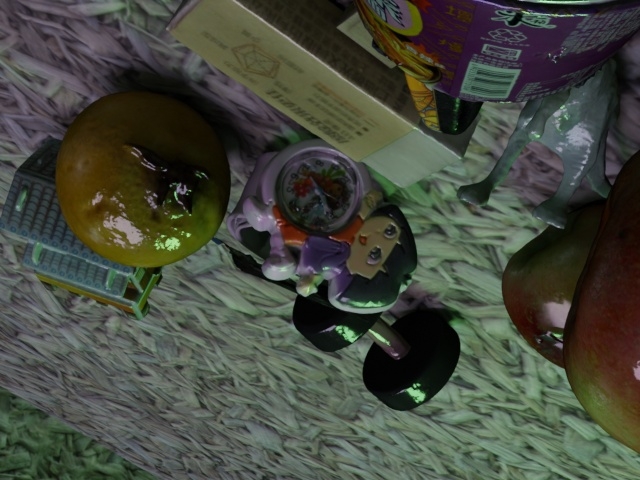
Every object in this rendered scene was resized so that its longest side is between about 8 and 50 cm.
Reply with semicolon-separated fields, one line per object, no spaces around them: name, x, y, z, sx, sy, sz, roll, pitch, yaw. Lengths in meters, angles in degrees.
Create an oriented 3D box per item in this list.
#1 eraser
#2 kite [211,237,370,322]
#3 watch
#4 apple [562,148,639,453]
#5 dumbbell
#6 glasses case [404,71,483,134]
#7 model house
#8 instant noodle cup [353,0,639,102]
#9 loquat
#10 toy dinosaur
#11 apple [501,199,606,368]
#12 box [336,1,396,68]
eraser;0.005;-0.190;1.533;0.343;0.078;0.144;34;154;-17
kite;-0.073;0.042;1.886;0.204;0.022;0.360;24;180;-26
watch;0.000;0.000;1.784;0.244;0.196;0.231;26;162;-3
apple;0.394;0.061;1.345;0.277;0.348;0.348;20;154;9
dumbbell;0.082;0.130;1.980;0.218;0.152;0.152;41;151;-28
glasses case;0.121;-0.225;1.300;0.082;0.122;0.321;17;153;20
model house;-0.322;-0.020;2.026;0.224;0.198;0.215;19;160;15
instant noodle cup;0.149;-0.267;1.012;0.340;0.340;0.266;24;166;6
loquat;-0.230;-0.079;1.796;0.244;0.244;0.244;21;154;11
toy dinosaur;0.245;-0.103;1.377;0.393;0.205;0.092;24;-176;-44
apple;0.324;0.063;1.598;0.207;0.174;0.188;-32;104;12
box;0.071;-0.228;1.445;0.079;0.035;0.083;35;153;-18
